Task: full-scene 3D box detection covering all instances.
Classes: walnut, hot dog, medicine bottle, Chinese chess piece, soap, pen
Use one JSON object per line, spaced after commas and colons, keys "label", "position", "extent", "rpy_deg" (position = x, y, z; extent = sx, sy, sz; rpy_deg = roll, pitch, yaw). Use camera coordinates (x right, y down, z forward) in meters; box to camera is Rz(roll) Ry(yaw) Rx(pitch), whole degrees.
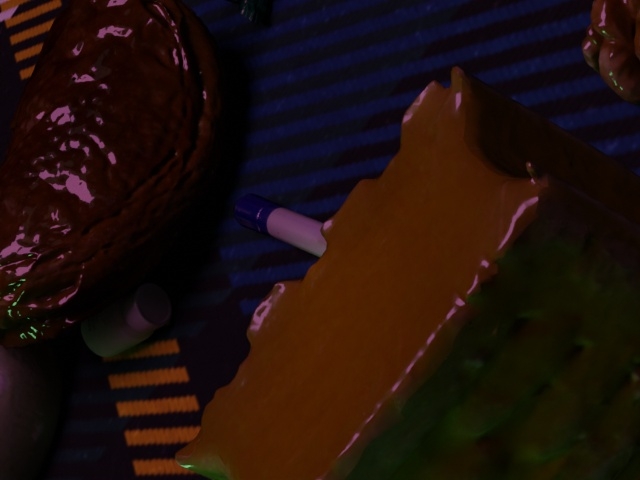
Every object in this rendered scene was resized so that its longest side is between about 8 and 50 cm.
{"label": "walnut", "position": [0.246, -0.183, 1.409], "extent": [0.143, 0.069, 0.170], "rpy_deg": [3, 74, 54]}
{"label": "hot dog", "position": [-0.224, -0.065, 1.896], "extent": [0.267, 0.174, 0.388], "rpy_deg": [-14, 50, 55]}
{"label": "medicine bottle", "position": [-0.184, 0.075, 1.854], "extent": [0.089, 0.052, 0.052], "rpy_deg": [-28, 47, 43]}
{"label": "Chinese chess piece", "position": [-0.364, 0.183, 1.990], "extent": [0.250, 0.101, 0.250], "rpy_deg": [-33, 43, 39]}
{"label": "soap", "position": [0.127, 0.102, 1.139], "extent": [0.293, 0.335, 0.156], "rpy_deg": [-52, 35, 14]}
{"label": "pen", "position": [0.000, 0.000, 1.663], "extent": [0.269, 0.033, 0.033], "rpy_deg": [23, 87, 58]}

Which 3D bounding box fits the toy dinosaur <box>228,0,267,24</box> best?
{"label": "toy dinosaur", "position": [-0.086, -0.307, 1.953], "extent": [0.153, 0.094, 0.259], "rpy_deg": [-64, 25, 0]}
